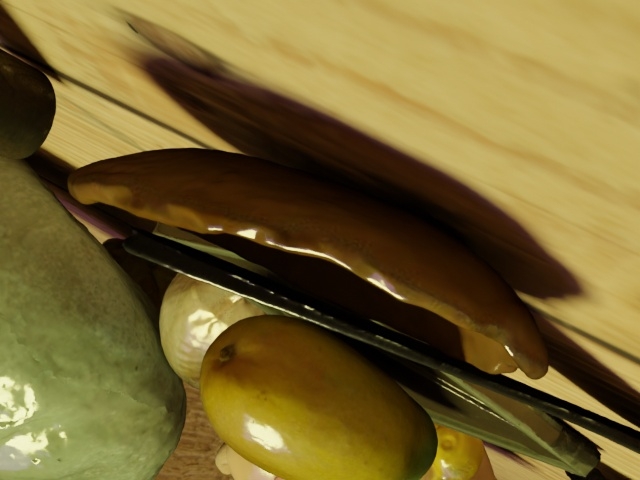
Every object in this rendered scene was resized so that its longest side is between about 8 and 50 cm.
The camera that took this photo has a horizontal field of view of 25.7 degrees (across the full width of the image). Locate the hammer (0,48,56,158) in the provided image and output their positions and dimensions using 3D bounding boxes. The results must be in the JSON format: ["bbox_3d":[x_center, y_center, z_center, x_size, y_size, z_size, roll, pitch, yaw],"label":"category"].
[{"bbox_3d":[-0.182,-0.077,0.503,0.044,0.168,0.440,33,180,7],"label":"hammer"}]

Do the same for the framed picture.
[{"bbox_3d":[0.032,0.068,0.876,0.260,0.023,0.189,36,166,-30],"label":"framed picture"}]

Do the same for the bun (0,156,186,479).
[{"bbox_3d":[-0.261,0.076,1.152,0.362,0.211,0.362,47,170,11],"label":"bun"}]

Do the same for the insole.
[{"bbox_3d":[0.054,0.055,0.630,0.309,0.012,0.110,24,179,-27],"label":"insole"}]

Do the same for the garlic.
[{"bbox_3d":[-0.057,0.060,1.041,0.129,0.090,0.198,4,155,14],"label":"garlic"}]

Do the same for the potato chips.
[{"bbox_3d":[0.000,0.000,0.547,0.202,0.049,0.150,24,-179,39],"label":"potato chips"}]

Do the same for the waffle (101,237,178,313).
[{"bbox_3d":[-0.100,0.072,1.283,0.229,0.057,0.219,36,170,-28],"label":"waffle"}]

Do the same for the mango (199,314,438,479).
[{"bbox_3d":[0.004,0.105,0.857,0.130,0.092,0.195,16,172,47],"label":"mango"}]

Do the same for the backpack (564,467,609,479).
[{"bbox_3d":[0.217,0.232,0.946,0.165,0.106,0.120,32,168,15],"label":"backpack"}]

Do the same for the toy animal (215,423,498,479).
[{"bbox_3d":[0.043,0.191,1.170,0.248,0.165,0.149,25,-167,-5],"label":"toy animal"}]
